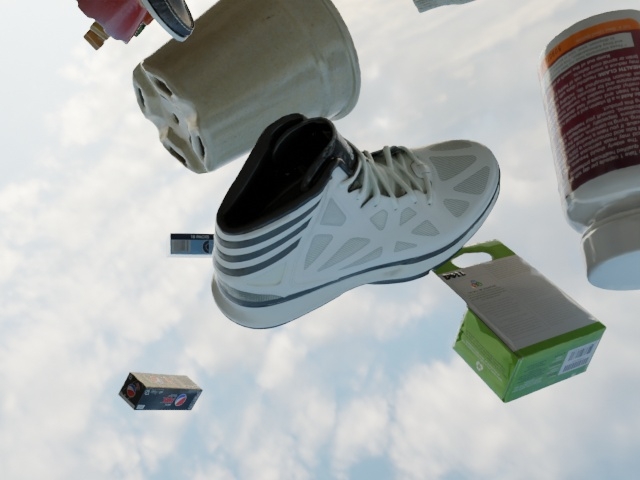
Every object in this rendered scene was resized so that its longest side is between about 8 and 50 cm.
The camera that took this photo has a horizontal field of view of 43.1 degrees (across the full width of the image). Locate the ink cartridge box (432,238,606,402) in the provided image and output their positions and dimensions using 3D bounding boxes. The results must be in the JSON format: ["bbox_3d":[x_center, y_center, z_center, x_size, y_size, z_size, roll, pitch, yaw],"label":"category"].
[{"bbox_3d":[0.290,0.116,1.298,0.189,0.097,0.255,-12,-140,-30],"label":"ink cartridge box"}]

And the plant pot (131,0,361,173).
[{"bbox_3d":[-0.152,-0.288,1.449,0.305,0.334,0.334,-38,-142,-24],"label":"plant pot"}]

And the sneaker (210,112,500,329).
[{"bbox_3d":[0.068,-0.062,1.021,0.447,0.257,0.169,-26,-118,-20],"label":"sneaker"}]

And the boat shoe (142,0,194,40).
[{"bbox_3d":[-0.134,-0.225,0.663,0.038,0.125,0.046,-24,-164,18],"label":"boat shoe"}]

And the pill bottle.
[{"bbox_3d":[0.476,-0.135,1.259,0.224,0.224,0.392,-13,-115,24],"label":"pill bottle"}]

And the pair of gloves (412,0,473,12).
[{"bbox_3d":[0.260,-0.590,1.670,0.204,0.240,0.042,-6,-140,22],"label":"pair of gloves"}]

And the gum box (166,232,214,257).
[{"bbox_3d":[-0.209,0.011,1.529,0.157,0.041,0.184,0,177,-13],"label":"gum box"}]

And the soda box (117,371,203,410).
[{"bbox_3d":[-0.316,0.301,1.614,0.060,0.169,0.053,32,-83,33],"label":"soda box"}]

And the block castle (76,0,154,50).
[{"bbox_3d":[-0.328,-0.425,1.104,0.213,0.303,0.453,-45,-160,10],"label":"block castle"}]
